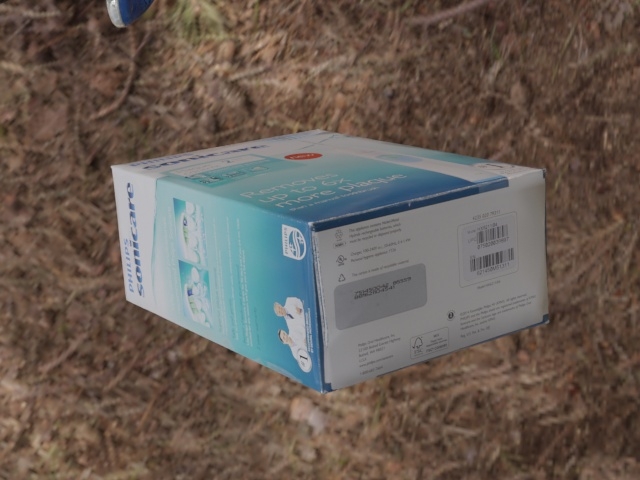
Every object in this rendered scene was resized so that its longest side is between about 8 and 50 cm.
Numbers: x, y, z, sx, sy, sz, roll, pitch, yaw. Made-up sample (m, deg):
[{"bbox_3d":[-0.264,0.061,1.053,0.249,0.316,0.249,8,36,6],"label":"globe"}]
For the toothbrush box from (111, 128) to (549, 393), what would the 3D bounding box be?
[{"bbox_3d":[0.000,0.000,0.963,0.295,0.216,0.126,16,114,54],"label":"toothbrush box"}]

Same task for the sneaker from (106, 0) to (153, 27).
[{"bbox_3d":[-0.163,-0.281,1.273,0.085,0.152,0.058,5,141,16],"label":"sneaker"}]

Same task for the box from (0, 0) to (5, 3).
[{"bbox_3d":[-0.406,-0.320,1.177,0.307,0.076,0.242,-28,76,-10],"label":"box"}]
